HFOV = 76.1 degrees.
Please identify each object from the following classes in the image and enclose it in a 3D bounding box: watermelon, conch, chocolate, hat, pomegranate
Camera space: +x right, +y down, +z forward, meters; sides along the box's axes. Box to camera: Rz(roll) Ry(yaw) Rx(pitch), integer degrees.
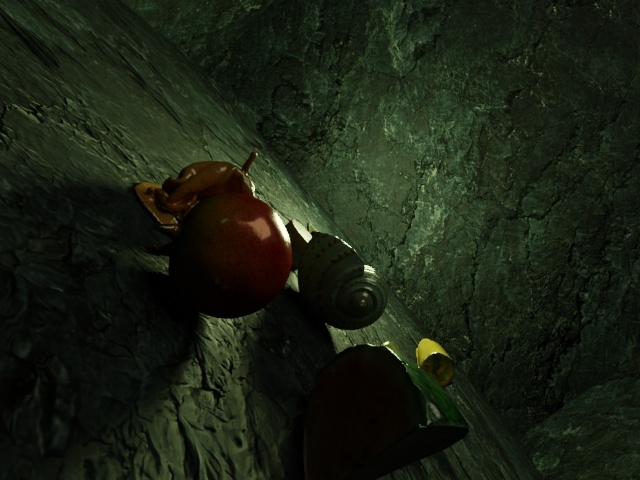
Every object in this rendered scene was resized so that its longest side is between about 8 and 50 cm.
[{"bbox_3d":[0.085,0.279,0.701,0.319,0.292,0.222,24,29,-48],"label":"watermelon"},{"bbox_3d":[0.040,0.135,1.250,0.303,0.215,0.319,52,-24,-18],"label":"conch"},{"bbox_3d":[0.552,0.588,2.031,0.162,0.162,0.445,50,5,6],"label":"chocolate"},{"bbox_3d":[-0.237,-0.128,0.927,0.244,0.233,0.233,44,9,-35],"label":"hat"},{"bbox_3d":[-0.176,0.024,0.717,0.257,0.221,0.221,18,20,-17],"label":"pomegranate"}]

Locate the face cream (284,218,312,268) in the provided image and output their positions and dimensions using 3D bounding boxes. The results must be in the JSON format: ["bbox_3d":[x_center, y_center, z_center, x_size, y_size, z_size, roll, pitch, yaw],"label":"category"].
[{"bbox_3d":[-0.089,0.013,1.443,0.149,0.104,0.149,48,10,-11],"label":"face cream"}]

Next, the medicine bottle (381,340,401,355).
[{"bbox_3d":[0.222,0.416,1.206,0.212,0.122,0.122,52,10,16],"label":"medicine bottle"}]

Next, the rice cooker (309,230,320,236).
[{"bbox_3d":[-0.009,0.025,1.744,0.112,0.106,0.165,38,-5,28],"label":"rice cooker"}]

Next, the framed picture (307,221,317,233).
[{"bbox_3d":[0.000,0.000,2.156,0.189,0.023,0.260,47,10,-14],"label":"framed picture"}]
